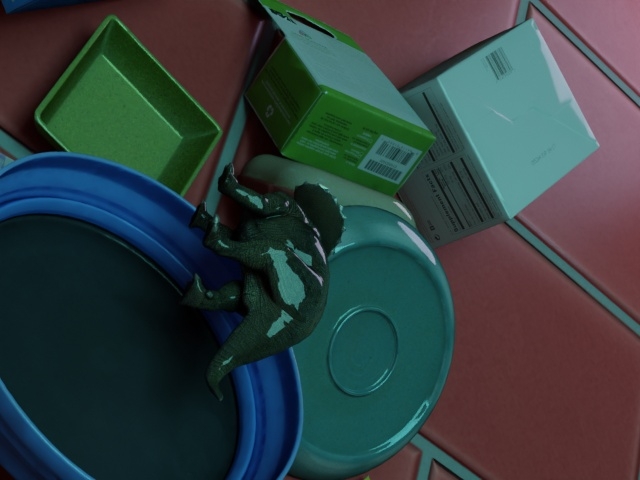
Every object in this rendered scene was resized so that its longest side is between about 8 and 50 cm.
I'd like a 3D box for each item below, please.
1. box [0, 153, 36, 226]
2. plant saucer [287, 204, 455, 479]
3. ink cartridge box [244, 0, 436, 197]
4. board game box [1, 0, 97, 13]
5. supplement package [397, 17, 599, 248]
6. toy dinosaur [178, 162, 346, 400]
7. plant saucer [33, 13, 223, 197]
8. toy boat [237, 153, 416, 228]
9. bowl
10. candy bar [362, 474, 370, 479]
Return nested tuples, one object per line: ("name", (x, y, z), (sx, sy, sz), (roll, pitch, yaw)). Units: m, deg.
("box", (-0.331, 0.072, 1.528), (0.063, 0.067, 0.324), (30, 52, -35))
("plant saucer", (0.039, 0.120, 1.794), (0.317, 0.043, 0.318), (-8, 103, -36))
("ink cartridge box", (0.000, -0.184, 1.971), (0.188, 0.097, 0.255), (20, 25, -38))
("board game box", (-0.276, -0.407, 1.709), (0.308, 0.086, 0.302), (-28, 97, -65))
("supplement package", (0.211, -0.143, 2.115), (0.262, 0.145, 0.204), (-35, 99, -48))
("toy dinosaur", (-0.047, 0.025, 1.563), (0.160, 0.121, 0.313), (22, 36, -17))
("plant saucer", (-0.216, -0.119, 1.745), (0.188, 0.045, 0.188), (47, 45, -20))
("toy boat", (0.000, 0.000, 1.866), (0.231, 0.151, 0.151), (19, 90, -38))
("bowl", (-0.187, 0.098, 1.500), (0.391, 0.077, 0.391), (31, 38, -28))
("candy bar", (0.082, 0.347, 1.859), (0.040, 0.018, 0.161), (-38, 100, -47))
